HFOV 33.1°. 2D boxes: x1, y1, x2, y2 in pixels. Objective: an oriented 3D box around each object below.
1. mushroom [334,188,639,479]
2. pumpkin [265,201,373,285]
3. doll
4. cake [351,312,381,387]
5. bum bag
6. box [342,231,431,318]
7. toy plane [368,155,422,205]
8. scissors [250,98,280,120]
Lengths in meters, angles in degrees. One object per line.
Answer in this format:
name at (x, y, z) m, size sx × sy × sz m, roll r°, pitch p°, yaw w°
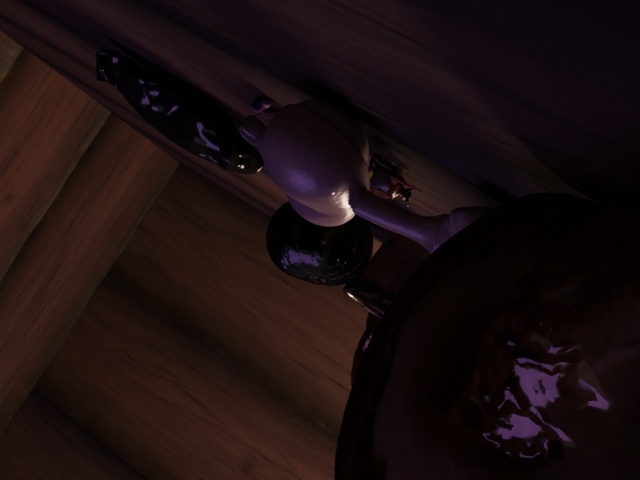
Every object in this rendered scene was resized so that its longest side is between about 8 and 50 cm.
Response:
mushroom at (0.138, 0.096, 0.678) m, size 0.259 × 0.345 × 0.345 m, roll 40°, pitch 173°, yaw -35°
pumpkin at (0.000, 0.000, 1.814) m, size 0.190 × 0.146 × 0.190 m, roll 12°, pitch 152°, yaw 7°
doll at (0.078, -0.026, 0.997) m, size 0.365 × 0.094 × 0.160 m, roll 30°, pitch 168°, yaw 13°
cake at (0.198, 0.226, 1.864) m, size 0.332 × 0.332 × 0.321 m, roll 31°, pitch 171°, yaw 24°
bum bag at (-0.204, -0.189, 1.608) m, size 0.326 × 0.080 × 0.142 m, roll 35°, pitch 171°, yaw 22°
box at (0.127, 0.054, 1.504) m, size 0.151 × 0.135 × 0.151 m, roll 30°, pitch 174°, yaw 3°
toy plane at (0.073, -0.060, 1.131) m, size 0.060 × 0.037 × 0.145 m, roll 29°, pitch 179°, yaw -3°
scissors at (-0.064, -0.153, 1.270) m, size 0.039 × 0.012 × 0.113 m, roll 34°, pitch 177°, yaw -17°
